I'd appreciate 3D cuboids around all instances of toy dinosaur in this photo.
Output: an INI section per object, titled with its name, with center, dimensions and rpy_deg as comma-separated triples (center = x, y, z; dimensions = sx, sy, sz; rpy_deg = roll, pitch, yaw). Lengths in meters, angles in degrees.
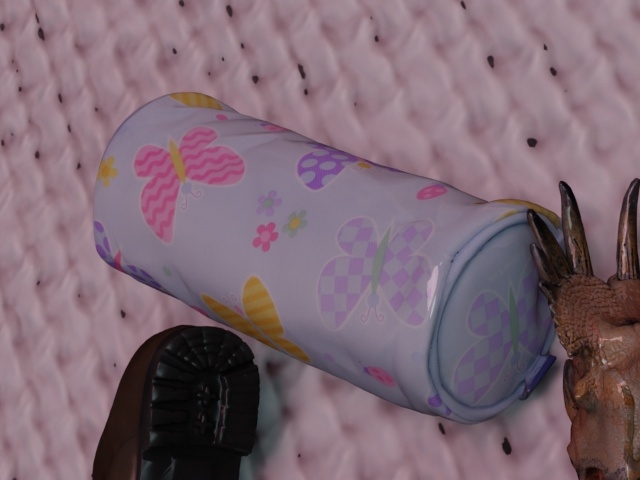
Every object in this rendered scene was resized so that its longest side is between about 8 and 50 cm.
[toy dinosaur]
center = 0.204, -0.020, 0.781
dimensions = 0.295, 0.127, 0.200
rpy_deg = -47, 14, -9

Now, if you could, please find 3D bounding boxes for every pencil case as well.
[pencil case]
center = 0.000, 0.000, 0.916
dimensions = 0.273, 0.113, 0.124
rpy_deg = 20, 66, 39

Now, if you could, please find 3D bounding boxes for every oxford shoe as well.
[oxford shoe]
center = -0.093, 0.159, 0.955
dimensions = 0.096, 0.083, 0.227
rpy_deg = 1, 75, 63
